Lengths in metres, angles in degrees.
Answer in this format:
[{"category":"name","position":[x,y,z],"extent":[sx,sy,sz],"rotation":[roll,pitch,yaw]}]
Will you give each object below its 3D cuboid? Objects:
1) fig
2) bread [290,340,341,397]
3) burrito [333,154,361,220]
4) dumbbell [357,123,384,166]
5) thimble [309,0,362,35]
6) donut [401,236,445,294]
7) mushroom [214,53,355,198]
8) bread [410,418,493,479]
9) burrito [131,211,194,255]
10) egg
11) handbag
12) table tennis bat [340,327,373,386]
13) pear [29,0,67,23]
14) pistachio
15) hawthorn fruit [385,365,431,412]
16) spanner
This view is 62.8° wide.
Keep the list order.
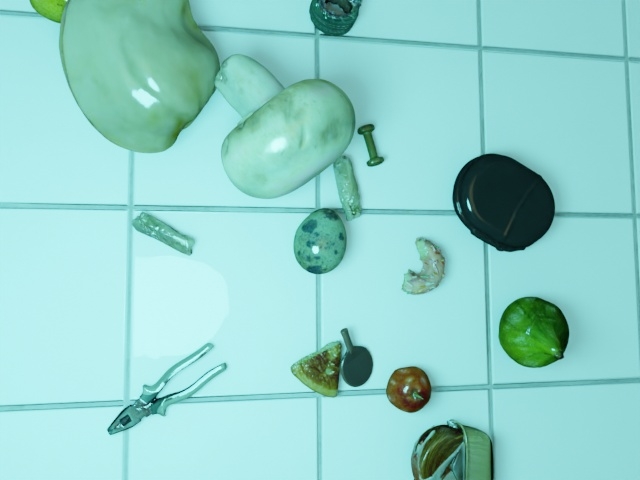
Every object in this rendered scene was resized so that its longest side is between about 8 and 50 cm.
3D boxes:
[{"category":"fig","position":[0.603,0.253,1.422],"extent":[0.202,0.235,0.203],"rotation":[0,87,-5]},{"category":"bread","position":[0.010,0.357,1.399],"extent":[0.154,0.054,0.136],"rotation":[-27,93,-17]},{"category":"burrito","position":[0.075,-0.149,1.455],"extent":[0.058,0.045,0.189],"rotation":[-12,86,-18]},{"category":"dumbbell","position":[0.141,-0.267,1.475],"extent":[0.052,0.046,0.118],"rotation":[-16,88,-5]},{"category":"thimble","position":[0.039,-0.645,1.464],"extent":[0.135,0.090,0.119],"rotation":[23,85,-10]},{"category":"donut","position":[0.299,0.082,1.467],"extent":[0.116,0.065,0.166],"rotation":[20,84,-7]},{"category":"mushroom","position":[-0.090,-0.270,1.319],"extent":[0.325,0.352,0.354],"rotation":[16,81,-52]},{"category":"bread","position":[0.351,0.600,1.398],"extent":[0.211,0.142,0.225],"rotation":[1,87,-13]},{"category":"burrito","position":[-0.405,-0.018,1.361],"extent":[0.171,0.042,0.051],"rotation":[31,111,-2]},{"category":"egg","position":[0.000,0.000,1.387],"extent":[0.141,0.141,0.182],"rotation":[15,74,-8]},{"category":"handbag","position":[0.525,-0.108,1.506],"extent":[0.307,0.093,0.254],"rotation":[30,81,-7]},{"category":"table tennis bat","position":[0.118,0.315,1.370],"extent":[0.107,0.119,0.170],"rotation":[-29,106,-31]},{"category":"pear","position":[-0.623,-0.636,1.296],"extent":[0.197,0.197,0.198],"rotation":[1,86,-10]},{"category":"pistachio","position":[-0.428,-0.435,1.270],"extent":[0.365,0.281,0.446],"rotation":[-7,97,-33]},{"category":"hawthorn fruit","position":[0.236,0.398,1.407],"extent":[0.125,0.140,0.125],"rotation":[-5,76,22]},{"category":"spanner","position":[-0.394,0.387,1.335],"extent":[0.324,0.040,0.096],"rotation":[-34,91,-12]}]
